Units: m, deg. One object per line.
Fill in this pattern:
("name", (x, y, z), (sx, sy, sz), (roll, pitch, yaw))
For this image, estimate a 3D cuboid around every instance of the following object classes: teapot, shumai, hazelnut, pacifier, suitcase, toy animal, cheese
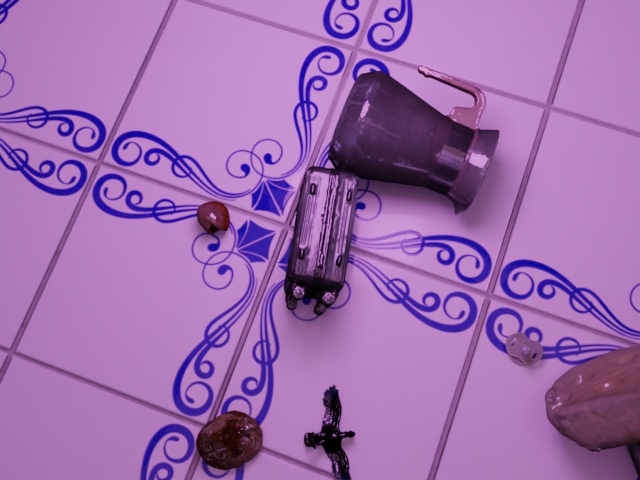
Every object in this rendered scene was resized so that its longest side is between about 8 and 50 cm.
("teapot", (0.219, -0.242, 1.698), (0.344, 0.253, 0.300), (22, 91, 2))
("shumai", (-0.208, 0.438, 1.619), (0.139, 0.105, 0.123), (-20, 77, 24))
("hazelnut", (-0.253, -0.052, 1.755), (0.086, 0.086, 0.086), (-1, 75, 3))
("pacifier", (0.449, 0.245, 1.645), (0.083, 0.064, 0.068), (31, 96, 11))
("suitcase", (0.000, 0.000, 1.666), (0.128, 0.202, 0.312), (10, 75, -5))
("toy animal", (0.022, 0.430, 1.628), (0.108, 0.062, 0.220), (-6, 73, -17))
("cheese", (0.614, 0.310, 1.490), (0.318, 0.326, 0.115), (-25, 89, 7))

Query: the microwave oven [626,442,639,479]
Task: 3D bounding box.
("microwave oven", (0.736, 0.431, 1.487), (0.194, 0.240, 0.145), (-19, 75, -2))
